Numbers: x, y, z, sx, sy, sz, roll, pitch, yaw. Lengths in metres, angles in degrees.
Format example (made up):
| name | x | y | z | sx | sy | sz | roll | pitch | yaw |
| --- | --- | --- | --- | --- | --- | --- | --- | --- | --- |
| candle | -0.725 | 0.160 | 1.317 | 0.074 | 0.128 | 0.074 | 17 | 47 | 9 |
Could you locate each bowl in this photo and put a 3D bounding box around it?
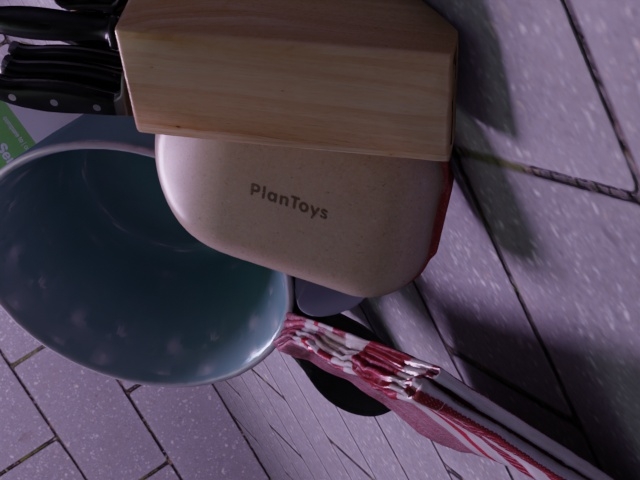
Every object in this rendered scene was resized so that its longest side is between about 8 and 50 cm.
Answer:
| name | x | y | z | sx | sy | sz | roll | pitch | yaw |
| --- | --- | --- | --- | --- | --- | --- | --- | --- | --- |
| bowl | -0.164 | -0.018 | 1.161 | 0.163 | 0.311 | 0.312 | -77 | -28 | -47 |

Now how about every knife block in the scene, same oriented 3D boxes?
| name | x | y | z | sx | sy | sz | roll | pitch | yaw |
| --- | --- | --- | --- | --- | --- | --- | --- | --- | --- |
| knife block | -0.078 | -0.117 | 0.769 | 0.276 | 0.242 | 0.088 | 47 | 155 | 37 |

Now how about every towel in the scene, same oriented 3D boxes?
| name | x | y | z | sx | sy | sz | roll | pitch | yaw |
| --- | --- | --- | --- | --- | --- | --- | --- | --- | --- |
| towel | 0.106 | 0.147 | 0.978 | 0.237 | 0.037 | 0.329 | 33 | 172 | -18 |

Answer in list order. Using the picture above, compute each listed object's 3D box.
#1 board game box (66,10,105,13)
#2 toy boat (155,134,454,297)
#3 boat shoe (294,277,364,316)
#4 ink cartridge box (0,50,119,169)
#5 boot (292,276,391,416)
| name | x | y | z | sx | sy | sz | roll | pitch | yaw |
| --- | --- | --- | --- | --- | --- | --- | --- | --- | --- |
| board game box | -0.318 | -0.332 | 1.603 | 0.170 | 0.048 | 0.141 | 35 | 153 | 59 |
| toy boat | -0.005 | -0.065 | 0.896 | 0.231 | 0.151 | 0.151 | 19 | 121 | 14 |
| boat shoe | 0.000 | 0.000 | 1.172 | 0.228 | 0.080 | 0.076 | 73 | -176 | -62 |
| ink cartridge box | -0.249 | -0.127 | 1.333 | 0.115 | 0.273 | 0.198 | 53 | 167 | 7 |
| boot | -0.017 | 0.079 | 1.387 | 0.263 | 0.091 | 0.229 | 39 | -172 | -13 |
